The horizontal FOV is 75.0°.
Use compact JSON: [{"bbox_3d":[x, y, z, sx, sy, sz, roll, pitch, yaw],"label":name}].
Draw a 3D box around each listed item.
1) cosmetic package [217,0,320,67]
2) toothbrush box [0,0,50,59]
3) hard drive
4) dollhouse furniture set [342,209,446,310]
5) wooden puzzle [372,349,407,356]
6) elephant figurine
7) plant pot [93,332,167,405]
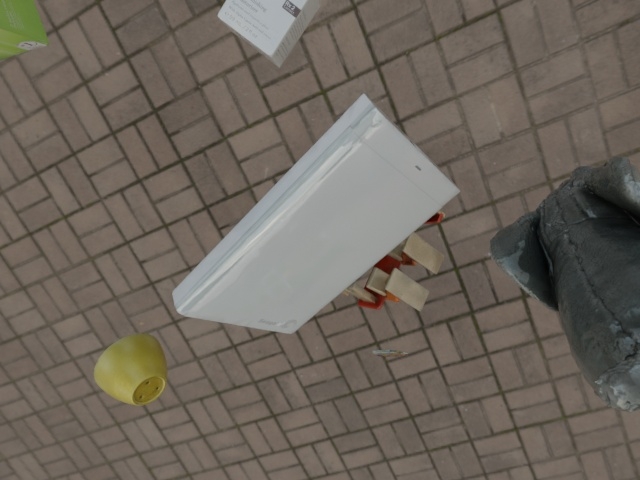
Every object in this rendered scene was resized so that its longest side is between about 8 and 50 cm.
[{"bbox_3d":[-0.113,-0.538,0.974,0.151,0.151,0.183,35,103,-6],"label":"cosmetic package"},{"bbox_3d":[-0.613,-0.356,0.629,0.206,0.283,0.122,-13,101,6],"label":"toothbrush box"},{"bbox_3d":[0.000,0.000,0.499,0.307,0.040,0.203,-43,141,20],"label":"hard drive"},{"bbox_3d":[0.149,0.022,0.865,0.135,0.262,0.259,33,75,-23],"label":"dollhouse furniture set"},{"bbox_3d":[0.135,0.220,0.815,0.083,0.006,0.049,-15,151,40],"label":"wooden puzzle"},{"bbox_3d":[0.240,0.009,0.361,0.169,0.239,0.186,-24,148,8],"label":"elephant figurine"},{"bbox_3d":[-0.357,0.266,0.823,0.095,0.134,0.134,30,115,36],"label":"plant pot"}]
